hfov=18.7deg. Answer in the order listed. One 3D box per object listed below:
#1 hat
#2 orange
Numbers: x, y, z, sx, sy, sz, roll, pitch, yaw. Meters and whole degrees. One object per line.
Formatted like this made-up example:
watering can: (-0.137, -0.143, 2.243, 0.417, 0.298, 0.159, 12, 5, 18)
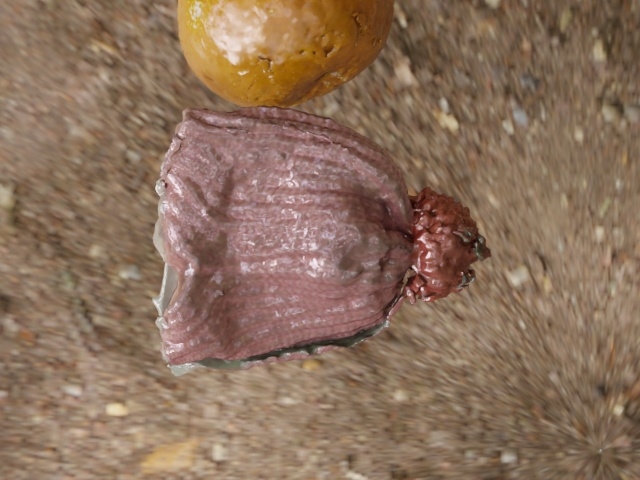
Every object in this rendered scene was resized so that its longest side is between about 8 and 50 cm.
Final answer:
hat: (0.000, 0.000, 1.638, 0.286, 0.107, 0.236, -1, 114, -10)
orange: (-0.033, -0.201, 1.691, 0.193, 0.193, 0.161, -22, 85, 5)
